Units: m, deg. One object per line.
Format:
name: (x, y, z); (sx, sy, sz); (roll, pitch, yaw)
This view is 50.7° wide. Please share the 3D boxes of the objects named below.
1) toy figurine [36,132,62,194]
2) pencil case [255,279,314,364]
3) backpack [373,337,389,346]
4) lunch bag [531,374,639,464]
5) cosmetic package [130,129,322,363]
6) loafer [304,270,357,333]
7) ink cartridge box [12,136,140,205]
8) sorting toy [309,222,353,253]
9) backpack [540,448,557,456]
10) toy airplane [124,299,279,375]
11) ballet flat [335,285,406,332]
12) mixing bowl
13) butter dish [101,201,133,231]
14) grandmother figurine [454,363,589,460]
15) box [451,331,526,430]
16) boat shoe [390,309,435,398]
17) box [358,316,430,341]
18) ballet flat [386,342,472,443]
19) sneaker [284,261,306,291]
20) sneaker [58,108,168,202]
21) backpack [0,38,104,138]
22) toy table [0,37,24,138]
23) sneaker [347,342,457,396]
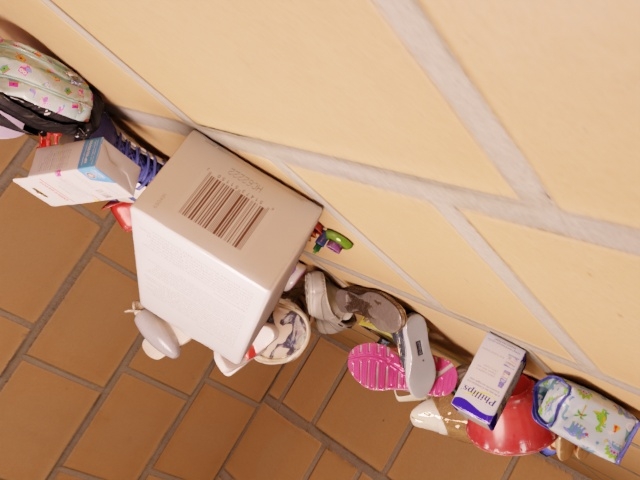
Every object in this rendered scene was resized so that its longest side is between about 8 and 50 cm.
toy figurine: (-0.507, -0.193, 1.585); (0.217, 0.191, 0.362); (0, -174, -40)
pencil case: (-0.097, 0.206, 1.776); (0.159, 0.184, 0.410); (12, -178, 1)
backpack: (0.216, 0.293, 1.799); (0.114, 0.084, 0.105); (31, 173, 33)
lunch bag: (0.421, 0.282, 1.100); (0.128, 0.096, 0.151); (28, -175, 3)
cosmetic package: (-0.170, 0.040, 1.131); (0.230, 0.162, 0.453); (32, 154, 1)
loafer: (0.028, 0.151, 1.667); (0.111, 0.112, 0.319); (-7, 158, 6)
ink cartridge box: (-0.415, -0.114, 1.148); (0.181, 0.062, 0.104); (-5, 153, 23)
sorting toy: (0.000, 0.000, 1.099); (0.102, 0.042, 0.061); (30, 171, 7)
backpack: (0.532, 0.452, 1.590); (0.101, 0.098, 0.120); (33, 172, 11)
toy airplane: (-0.266, 0.121, 1.494); (0.384, 0.386, 0.272); (15, -176, 43)
ballet flat: (0.113, 0.137, 1.420); (0.058, 0.084, 0.250); (-8, -173, -26)
mixing bowl: (0.366, 0.319, 1.306); (0.181, 0.181, 0.098); (17, 124, 57)
butter dish: (-0.398, -0.059, 1.523); (0.118, 0.159, 0.160); (69, 167, -8)
grandmother figurine: (0.420, 0.357, 1.463); (0.207, 0.104, 0.342); (20, -179, -36)
box: (0.288, 0.242, 1.145); (0.072, 0.137, 0.126); (26, 169, 24)
boat shoe: (0.189, 0.230, 1.403); (0.065, 0.184, 0.083); (-10, -168, -19)
box: (0.166, 0.199, 1.559); (0.087, 0.058, 0.232); (32, 170, -9)
ballet flat: (0.239, 0.350, 1.548); (0.342, 0.124, 0.116); (56, 166, 43)
sneaker: (-0.117, 0.066, 1.697); (0.104, 0.095, 0.236); (40, 164, -10)
sneaker: (-0.357, -0.146, 1.298); (0.182, 0.128, 0.315); (17, 163, 6)
backpack: (-0.453, -0.235, 1.065); (0.151, 0.115, 0.182); (0, 168, 28)
toy table: (-0.642, -0.283, 1.164); (0.160, 0.252, 0.274); (8, 152, 26)
sneaker: (0.184, 0.289, 1.488); (0.252, 0.103, 0.111); (10, 173, 24)
